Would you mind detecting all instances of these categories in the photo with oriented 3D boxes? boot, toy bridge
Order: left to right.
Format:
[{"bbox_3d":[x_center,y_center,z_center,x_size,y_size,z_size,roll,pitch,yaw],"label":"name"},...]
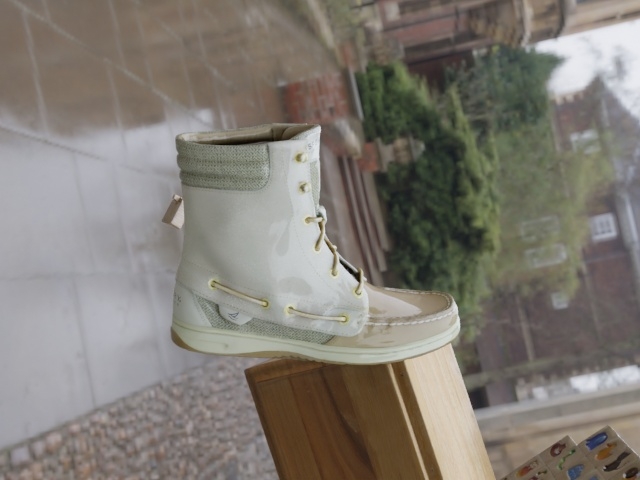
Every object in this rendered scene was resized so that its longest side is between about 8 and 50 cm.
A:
[{"bbox_3d":[-0.103,-0.008,1.203,0.188,0.026,0.063,34,77,-35],"label":"toy bridge"},{"bbox_3d":[0.000,0.000,0.725,0.077,0.213,0.165,-100,-168,-74],"label":"boot"}]

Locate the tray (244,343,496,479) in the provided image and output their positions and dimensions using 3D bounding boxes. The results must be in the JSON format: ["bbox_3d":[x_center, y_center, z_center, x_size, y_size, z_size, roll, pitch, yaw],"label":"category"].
[{"bbox_3d":[0.077,0.288,0.920,0.076,0.203,0.410,-15,86,-46],"label":"tray"}]

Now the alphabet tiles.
[{"bbox_3d":[0.227,0.262,1.009,0.009,0.198,0.237,55,4,-3],"label":"alphabet tiles"}]
